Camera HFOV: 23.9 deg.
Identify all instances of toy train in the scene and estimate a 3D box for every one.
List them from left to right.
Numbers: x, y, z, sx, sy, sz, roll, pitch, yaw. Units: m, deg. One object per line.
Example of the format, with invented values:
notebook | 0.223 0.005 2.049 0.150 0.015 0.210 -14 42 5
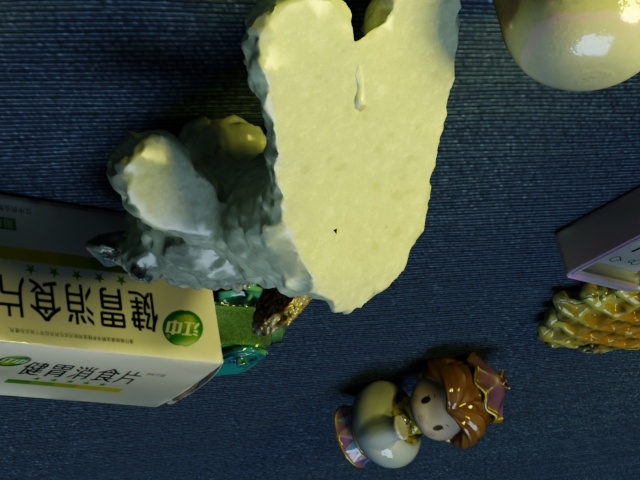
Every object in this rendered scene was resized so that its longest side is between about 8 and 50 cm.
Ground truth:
toy train | -0.151 0.112 1.857 0.198 0.107 0.154 4 160 -29

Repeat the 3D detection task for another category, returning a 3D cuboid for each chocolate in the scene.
chocolate | 0.217 -0.203 1.243 0.221 0.147 0.221 -6 153 -3

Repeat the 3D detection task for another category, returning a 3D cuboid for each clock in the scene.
clock | 0.411 -0.008 1.859 0.150 0.063 0.197 13 147 -41

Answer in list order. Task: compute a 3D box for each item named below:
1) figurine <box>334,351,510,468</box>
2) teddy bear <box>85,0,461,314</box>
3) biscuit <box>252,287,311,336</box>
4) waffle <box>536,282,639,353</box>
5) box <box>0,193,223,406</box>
figurine | 0.158 0.254 2.260 0.263 0.142 0.189 -23 -175 23
teddy bear | -0.071 -0.096 1.407 0.327 0.362 0.375 -17 119 -34
biscuit | 0.007 -0.002 1.544 0.131 0.237 0.026 -28 114 34
waffle | 0.436 0.106 2.135 0.261 0.056 0.250 -6 157 4
box | -0.274 0.069 1.614 0.333 0.173 0.145 10 150 -38
